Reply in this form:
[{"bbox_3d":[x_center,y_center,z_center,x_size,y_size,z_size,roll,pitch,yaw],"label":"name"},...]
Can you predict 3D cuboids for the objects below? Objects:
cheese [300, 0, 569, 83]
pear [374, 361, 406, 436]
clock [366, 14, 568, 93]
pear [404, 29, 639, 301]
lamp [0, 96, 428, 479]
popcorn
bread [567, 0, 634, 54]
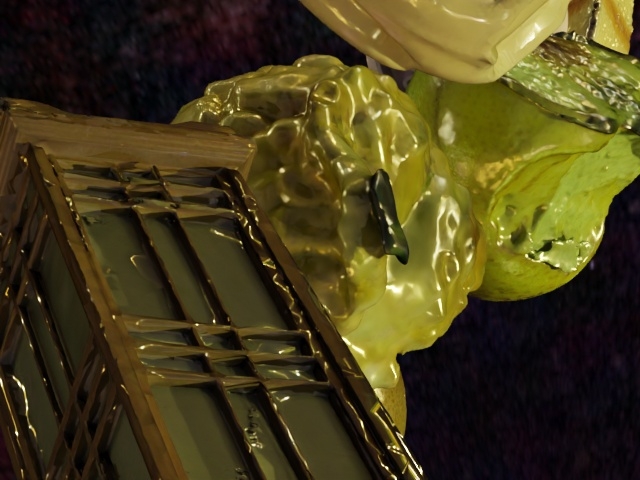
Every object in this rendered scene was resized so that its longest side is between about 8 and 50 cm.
[{"bbox_3d":[0.071,-0.219,1.082,0.233,0.127,0.266,46,49,0],"label":"cheese"},{"bbox_3d":[-0.019,0.159,1.765,0.228,0.188,0.211,33,55,18],"label":"pear"},{"bbox_3d":[0.140,-0.204,1.790,0.197,0.068,0.197,-13,69,37],"label":"clock"},{"bbox_3d":[0.164,-0.056,1.640,0.255,0.238,0.164,-58,44,29],"label":"pear"},{"bbox_3d":[-0.023,0.076,0.477,0.089,0.090,0.325,6,28,-26],"label":"lamp"},{"bbox_3d":[-0.008,0.002,1.392,0.237,0.293,0.293,-18,65,19],"label":"popcorn"},{"bbox_3d":[0.237,-0.238,1.987,0.178,0.135,0.240,1,66,26],"label":"bread"}]
